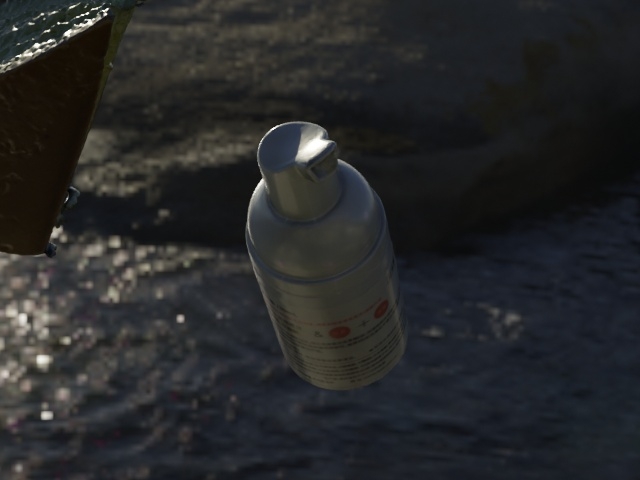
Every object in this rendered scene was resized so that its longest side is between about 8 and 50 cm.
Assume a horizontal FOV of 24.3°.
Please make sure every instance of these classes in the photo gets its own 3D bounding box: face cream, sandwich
[{"bbox_3d":[0.000,0.000,1.484,0.145,0.370,0.145,-5,54,7],"label":"face cream"},{"bbox_3d":[-0.212,-0.105,1.070,0.128,0.236,0.122,15,41,-14],"label":"sandwich"}]
